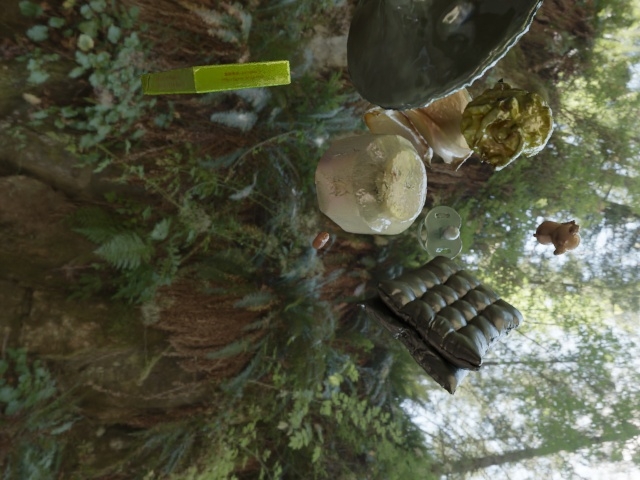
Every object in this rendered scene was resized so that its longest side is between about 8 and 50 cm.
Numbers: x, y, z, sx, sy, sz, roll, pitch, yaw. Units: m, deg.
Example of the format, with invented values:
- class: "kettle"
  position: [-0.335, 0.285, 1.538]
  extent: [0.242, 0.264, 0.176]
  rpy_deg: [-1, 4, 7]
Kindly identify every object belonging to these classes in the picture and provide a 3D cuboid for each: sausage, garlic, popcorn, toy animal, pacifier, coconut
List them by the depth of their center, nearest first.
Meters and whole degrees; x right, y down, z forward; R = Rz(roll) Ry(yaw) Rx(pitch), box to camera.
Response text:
- class: "coconut"
  position: [0.069, -0.089, 0.767]
  extent: [0.182, 0.170, 0.171]
  rpy_deg: [8, -90, 50]
- class: "popcorn"
  position: [0.449, -0.284, 1.176]
  extent: [0.217, 0.189, 0.170]
  rpy_deg: [22, -43, 33]
- class: "toy animal"
  position: [0.623, -0.010, 1.272]
  extent: [0.150, 0.089, 0.084]
  rpy_deg: [-151, -128, -72]
- class: "pacifier"
  position: [0.329, -0.021, 1.294]
  extent: [0.116, 0.126, 0.151]
  rpy_deg: [151, -55, -86]
- class: "garlic"
  position: [0.278, -0.344, 1.361]
  extent: [0.286, 0.312, 0.250]
  rpy_deg: [-40, -147, 34]
- class: "sausage"
  position: [0.000, 0.000, 1.431]
  extent: [0.083, 0.034, 0.034]
  rpy_deg: [129, -40, -61]

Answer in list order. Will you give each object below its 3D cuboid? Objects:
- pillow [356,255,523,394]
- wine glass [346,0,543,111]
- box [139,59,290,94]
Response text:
- class: "pillow"
  position: [0.248, 0.142, 0.935]
  extent: [0.228, 0.326, 0.101]
  rpy_deg: [42, -61, 24]
- class: "wine glass"
  position: [-0.054, -0.249, 0.273]
  extent: [0.267, 0.405, 0.268]
  rpy_deg: [-21, -118, 46]
- class: "box"
  position: [-0.222, -0.321, 0.959]
  extent: [0.335, 0.186, 0.047]
  rpy_deg: [22, -57, 53]
